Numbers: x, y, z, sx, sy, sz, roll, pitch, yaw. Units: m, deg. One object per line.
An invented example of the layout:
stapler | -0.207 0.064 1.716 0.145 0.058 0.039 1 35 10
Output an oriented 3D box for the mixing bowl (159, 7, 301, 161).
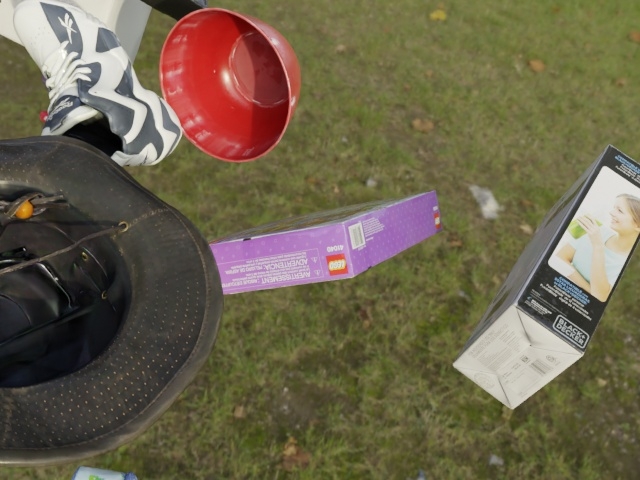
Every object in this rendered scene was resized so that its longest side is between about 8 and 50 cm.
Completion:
mixing bowl | -0.092 -0.195 0.948 0.181 0.182 0.098 24 34 18

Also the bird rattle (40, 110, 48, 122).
bird rattle | -0.359 -0.078 1.203 0.143 0.254 0.207 -28 7 -25

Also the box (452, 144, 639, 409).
box | 0.283 0.039 0.924 0.087 0.169 0.290 36 57 7

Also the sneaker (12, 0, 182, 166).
sneaker | -0.271 -0.166 0.856 0.235 0.094 0.153 52 23 -7

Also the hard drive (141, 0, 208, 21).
hard drive | -0.256 -0.492 1.048 0.064 0.339 0.237 -13 -13 27

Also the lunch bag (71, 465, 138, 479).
lunch bag | -0.272 0.391 0.962 0.090 0.219 0.176 9 51 -4

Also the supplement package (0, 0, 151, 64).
supplement package | -0.463 -0.431 1.364 0.292 0.175 0.177 27 23 3

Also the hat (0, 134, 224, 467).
hat | -0.247 0.062 0.631 0.331 0.134 0.331 9 44 -9

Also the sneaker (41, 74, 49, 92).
sneaker | -0.457 -0.226 1.468 0.236 0.104 0.095 50 24 19

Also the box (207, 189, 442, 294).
box | 0.000 0.000 0.895 0.200 0.057 0.293 -9 5 27
